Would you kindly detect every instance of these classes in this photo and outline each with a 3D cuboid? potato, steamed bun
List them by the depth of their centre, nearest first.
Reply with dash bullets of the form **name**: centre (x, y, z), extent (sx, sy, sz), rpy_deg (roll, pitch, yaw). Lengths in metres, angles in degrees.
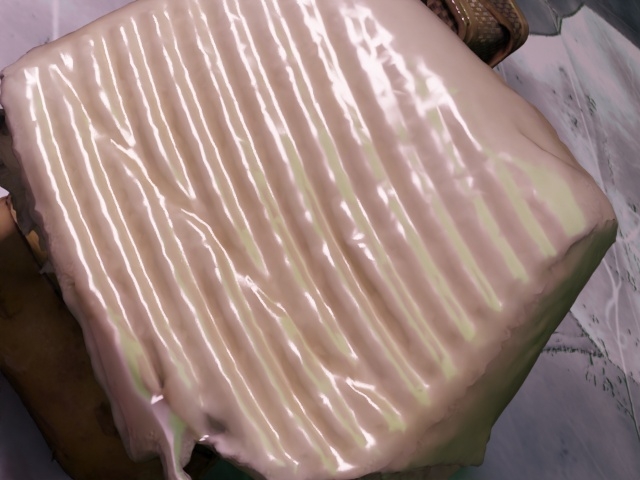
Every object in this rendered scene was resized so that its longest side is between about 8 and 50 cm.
- **steamed bun**: centre (-0.013, 0.010, 0.815), extent (0.290, 0.273, 0.272), rpy_deg (54, -13, 9)
- **potato**: centre (-0.144, 0.068, 0.870), extent (0.200, 0.081, 0.164), rpy_deg (54, 5, 8)

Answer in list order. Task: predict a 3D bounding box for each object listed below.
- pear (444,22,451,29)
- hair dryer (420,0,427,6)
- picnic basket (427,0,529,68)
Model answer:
- **pear**: centre (0.000, 0.000, 1.058), extent (0.292, 0.159, 0.292), rpy_deg (12, 75, -52)
- **hair dryer**: centre (-0.071, -0.253, 1.194), extent (0.244, 0.116, 0.302), rpy_deg (-26, 88, -48)
- **picnic basket**: centre (0.051, -0.240, 1.371), extent (0.139, 0.165, 0.267), rpy_deg (-13, 72, -59)
